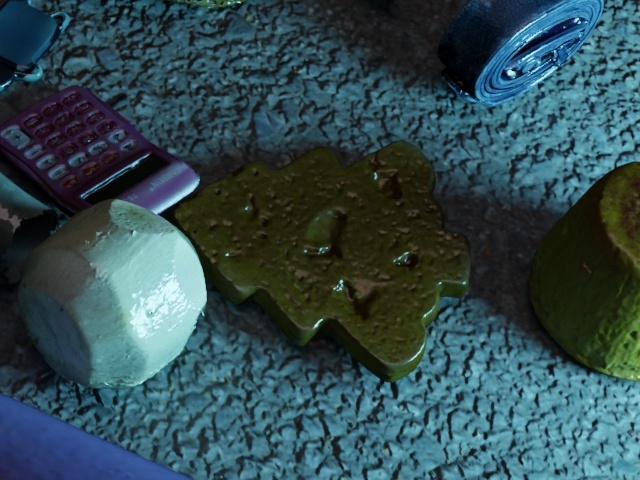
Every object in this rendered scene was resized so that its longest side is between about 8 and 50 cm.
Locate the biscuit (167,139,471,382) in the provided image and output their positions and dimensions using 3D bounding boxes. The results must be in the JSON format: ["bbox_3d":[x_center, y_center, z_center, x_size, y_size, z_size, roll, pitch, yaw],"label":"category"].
[{"bbox_3d":[0.000,0.001,1.655,0.301,0.043,0.278,13,55,-2],"label":"biscuit"}]

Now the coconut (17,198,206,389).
[{"bbox_3d":[-0.180,0.046,1.513,0.162,0.161,0.161,-34,69,-33],"label":"coconut"}]

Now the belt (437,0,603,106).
[{"bbox_3d":[0.214,-0.220,1.801,0.190,0.141,0.082,-29,64,-28],"label":"belt"}]

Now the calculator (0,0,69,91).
[{"bbox_3d":[-0.321,-0.199,1.735,0.094,0.019,0.141,27,55,7],"label":"calculator"}]

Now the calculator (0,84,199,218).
[{"bbox_3d":[-0.225,-0.077,1.656,0.190,0.034,0.127,37,55,26],"label":"calculator"}]

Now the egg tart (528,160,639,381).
[{"bbox_3d":[0.319,0.021,1.654,0.203,0.147,0.202,8,54,-11],"label":"egg tart"}]

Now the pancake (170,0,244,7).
[{"bbox_3d":[-0.104,-0.424,1.752,0.387,0.387,0.082,-19,34,-25],"label":"pancake"}]

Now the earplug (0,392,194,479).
[{"bbox_3d":[-0.227,0.240,1.341,0.456,0.215,0.215,26,53,10],"label":"earplug"}]

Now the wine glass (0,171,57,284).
[{"bbox_3d":[-0.358,-0.048,1.566,0.222,0.103,0.103,29,54,8],"label":"wine glass"}]
